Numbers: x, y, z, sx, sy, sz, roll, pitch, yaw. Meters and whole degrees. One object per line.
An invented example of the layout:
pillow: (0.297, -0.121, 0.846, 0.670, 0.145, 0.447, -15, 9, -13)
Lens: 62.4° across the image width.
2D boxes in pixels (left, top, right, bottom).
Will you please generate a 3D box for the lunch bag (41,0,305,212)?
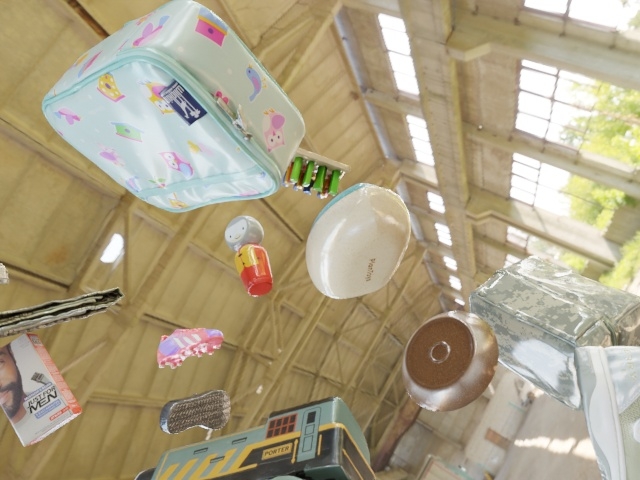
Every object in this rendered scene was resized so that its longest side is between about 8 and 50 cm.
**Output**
lunch bag: (-0.165, -0.130, 0.607, 0.224, 0.279, 0.108, 49, -126, -36)

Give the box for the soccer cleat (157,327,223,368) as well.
soccer cleat: (-0.344, 0.261, 1.369, 0.248, 0.095, 0.083, -29, -31, 36)

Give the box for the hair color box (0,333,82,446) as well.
hair color box: (-0.505, 0.257, 0.921, 0.093, 0.167, 0.053, -34, -8, -13)

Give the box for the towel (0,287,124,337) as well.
towel: (-0.578, 0.162, 0.967, 0.312, 0.324, 0.056, -10, -96, -58)

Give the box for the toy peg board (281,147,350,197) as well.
toy peg board: (-0.030, -0.158, 1.398, 0.160, 0.161, 0.079, 144, 140, -65)

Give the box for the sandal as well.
sandal: (-0.303, 0.411, 1.289, 0.254, 0.054, 0.097, 29, -115, -60)

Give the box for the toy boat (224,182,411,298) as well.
toy boat: (0.000, 0.000, 0.924, 0.318, 0.148, 0.267, -10, -37, -17)

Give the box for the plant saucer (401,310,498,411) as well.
plant saucer: (0.226, 0.212, 0.972, 0.036, 0.198, 0.199, 41, -104, -35)

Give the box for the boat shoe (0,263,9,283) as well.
boat shoe: (-0.543, 0.055, 0.889, 0.035, 0.100, 0.035, 8, -99, -30)

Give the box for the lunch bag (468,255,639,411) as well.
lunch bag: (0.514, 0.169, 1.128, 0.256, 0.305, 0.213, -34, -54, -20)

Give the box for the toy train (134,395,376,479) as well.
toy train: (-0.090, 0.294, 0.578, 0.142, 0.334, 0.190, 61, -161, -22)

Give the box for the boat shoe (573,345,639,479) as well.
boat shoe: (0.387, 0.248, 0.633, 0.320, 0.103, 0.118, 62, -152, -24)
